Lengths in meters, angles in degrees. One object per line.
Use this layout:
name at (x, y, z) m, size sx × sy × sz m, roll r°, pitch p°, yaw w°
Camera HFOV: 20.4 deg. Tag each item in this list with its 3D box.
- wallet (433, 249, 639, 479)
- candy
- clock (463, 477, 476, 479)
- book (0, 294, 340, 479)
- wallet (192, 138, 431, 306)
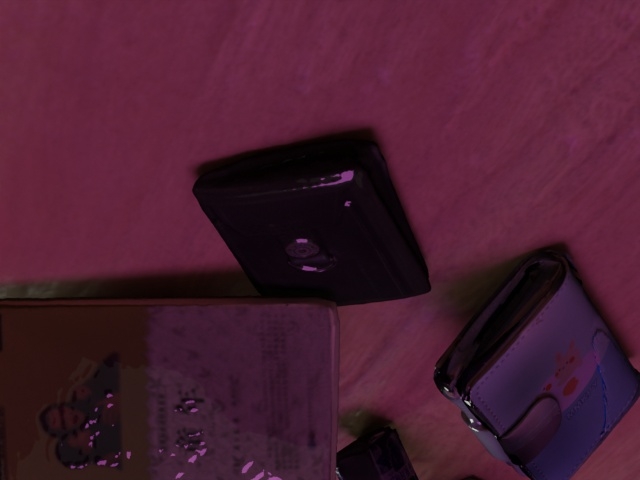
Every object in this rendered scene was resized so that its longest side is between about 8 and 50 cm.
wallet at (0.219, 0.135, 1.744) m, size 0.176 × 0.075 × 0.250 m, roll -48°, pitch 140°, yaw -7°
candy at (0.108, 0.353, 1.898) m, size 0.061 × 0.312 × 0.088 m, roll -26°, pitch 180°, yaw 27°
clock at (0.153, 0.386, 2.036) m, size 0.144 × 0.193 × 0.073 m, roll -29°, pitch 137°, yaw 28°
book at (-0.157, 0.171, 1.669) m, size 0.352 × 0.035 × 0.239 m, roll 0°, pitch 102°, yaw 0°
wallet at (0.000, 0.000, 1.600) m, size 0.168 × 0.052 × 0.245 m, roll -11°, pitch 147°, yaw 12°
